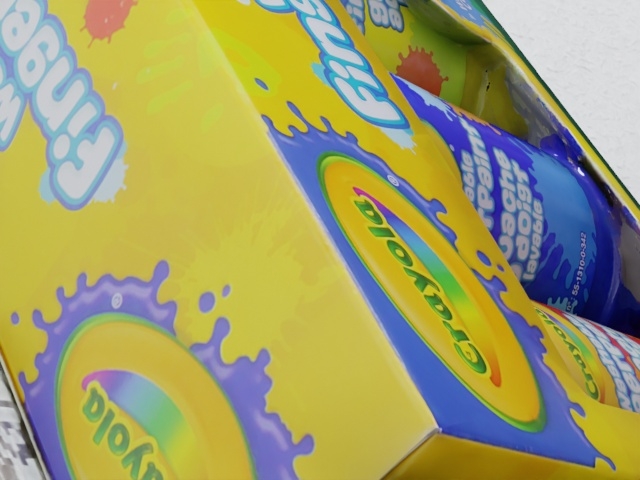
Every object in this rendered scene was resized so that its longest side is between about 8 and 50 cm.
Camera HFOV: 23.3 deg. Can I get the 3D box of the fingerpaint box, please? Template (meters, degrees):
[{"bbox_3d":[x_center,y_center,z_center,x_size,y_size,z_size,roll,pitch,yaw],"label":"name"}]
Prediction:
[{"bbox_3d":[0.014,-0.010,0.738,0.371,0.163,0.445,19,32,-47],"label":"fingerpaint box"}]
